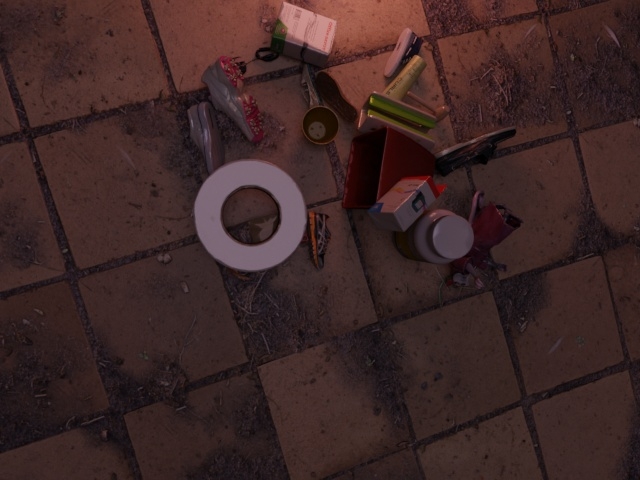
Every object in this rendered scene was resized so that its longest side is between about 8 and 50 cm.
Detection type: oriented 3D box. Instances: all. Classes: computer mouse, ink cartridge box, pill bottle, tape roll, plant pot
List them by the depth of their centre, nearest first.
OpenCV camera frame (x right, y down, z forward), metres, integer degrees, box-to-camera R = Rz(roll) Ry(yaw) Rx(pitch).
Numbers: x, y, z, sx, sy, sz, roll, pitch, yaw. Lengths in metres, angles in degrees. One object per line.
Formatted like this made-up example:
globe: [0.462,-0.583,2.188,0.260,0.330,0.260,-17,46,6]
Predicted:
ink cartridge box: [0.275,-0.131,1.435,0.231,0.134,0.078,-44,114,-21]
tape roll: [-0.241,-0.085,1.577,0.391,0.072,0.393,-1,94,-10]
pill bottle: [0.393,-0.014,1.605,0.187,0.334,0.188,0,91,-10]
ink cartridge box: [-0.059,-0.730,1.628,0.208,0.087,0.153,16,76,-9]
computer mouse: [-0.260,-0.637,1.631,0.242,0.041,0.071,-27,95,-9]
plant pot: [0.253,-0.228,1.631,0.235,0.267,0.268,9,90,-22]
plant pot: [-0.007,-0.406,1.650,0.134,0.095,0.134,0,92,-10]

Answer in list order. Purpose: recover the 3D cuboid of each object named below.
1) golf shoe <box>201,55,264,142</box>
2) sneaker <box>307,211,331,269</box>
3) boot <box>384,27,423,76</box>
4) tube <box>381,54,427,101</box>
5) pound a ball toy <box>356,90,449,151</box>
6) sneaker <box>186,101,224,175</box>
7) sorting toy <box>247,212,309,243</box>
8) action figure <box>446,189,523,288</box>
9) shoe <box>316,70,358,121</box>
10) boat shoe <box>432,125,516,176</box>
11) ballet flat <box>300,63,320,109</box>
golf shoe: [-0.306,-0.479,1.607,0.140,0.115,0.306,-16,108,26]
sneaker: [0.000,0.000,1.669,0.083,0.084,0.215,-4,91,-14]
boot: [0.316,-0.689,1.717,0.086,0.069,0.190,23,99,-28]
tube: [0.301,-0.578,1.715,0.070,0.062,0.240,43,98,28]
pound a ball toy: [0.306,-0.439,1.691,0.319,0.136,0.208,18,63,-14]
sneaker: [-0.403,-0.347,1.599,0.091,0.094,0.258,-4,99,22]
sorting toy: [-0.174,-0.025,1.655,0.274,0.046,0.133,-17,94,-8]
action figure: [0.576,0.025,1.711,0.276,0.248,0.370,45,111,25]
shoe: [0.063,-0.528,1.685,0.076,0.058,0.219,-37,93,24]
boat shoe: [0.595,-0.335,1.739,0.339,0.127,0.113,-21,96,-7]
ballet flat: [-0.046,-0.559,1.663,0.052,0.057,0.168,-17,94,1]
